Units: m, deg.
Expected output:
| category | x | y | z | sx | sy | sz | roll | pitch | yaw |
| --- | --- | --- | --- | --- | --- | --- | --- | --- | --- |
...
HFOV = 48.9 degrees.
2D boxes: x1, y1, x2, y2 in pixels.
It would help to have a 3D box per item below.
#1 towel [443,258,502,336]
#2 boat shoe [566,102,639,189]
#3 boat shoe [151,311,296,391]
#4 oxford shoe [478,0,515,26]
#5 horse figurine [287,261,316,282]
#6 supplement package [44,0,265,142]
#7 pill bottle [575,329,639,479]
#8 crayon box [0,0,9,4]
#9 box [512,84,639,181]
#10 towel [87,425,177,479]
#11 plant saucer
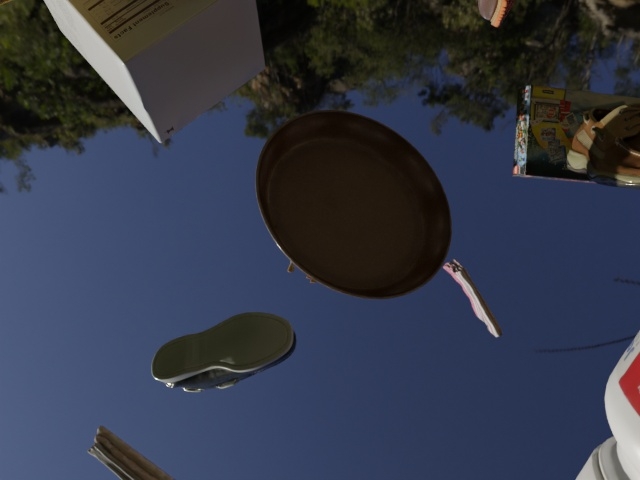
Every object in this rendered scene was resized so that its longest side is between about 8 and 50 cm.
| category | x | y | z | sx | sy | sz | roll | pitch | yaw |
| --- | --- | --- | --- | --- | --- | --- | --- | --- | --- |
| towel | 0.294 | 0.109 | 1.368 | 0.029 | 0.197 | 0.144 | -32 | -89 | 6 |
| boat shoe | 0.453 | -0.144 | 1.038 | 0.123 | 0.324 | 0.119 | 5 | -77 | -5 |
| boat shoe | -0.163 | 0.207 | 1.278 | 0.303 | 0.091 | 0.114 | -12 | -124 | 28 |
| oxford shoe | 0.250 | -0.479 | 1.034 | 0.133 | 0.363 | 0.130 | 18 | -120 | 20 |
| horse figurine | 0.000 | 0.000 | 1.480 | 0.066 | 0.263 | 0.174 | 11 | -98 | 19 |
| supplement package | -0.239 | -0.321 | 0.967 | 0.198 | 0.199 | 0.262 | -39 | -107 | -13 |
| pill bottle | 0.381 | 0.103 | 0.557 | 0.229 | 0.407 | 0.229 | 20 | -158 | -9 |
| crayon box | -0.382 | -0.283 | 0.637 | 0.323 | 0.203 | 0.083 | -27 | -101 | -12 |
| box | 0.464 | -0.186 | 1.269 | 0.233 | 0.044 | 0.159 | 3 | -88 | -15 |
| towel | -0.177 | 0.434 | 1.079 | 0.332 | 0.317 | 0.053 | 24 | -114 | 32 |
| plant saucer | 0.047 | -0.051 | 1.031 | 0.311 | 0.050 | 0.310 | 11 | -119 | -20 |
